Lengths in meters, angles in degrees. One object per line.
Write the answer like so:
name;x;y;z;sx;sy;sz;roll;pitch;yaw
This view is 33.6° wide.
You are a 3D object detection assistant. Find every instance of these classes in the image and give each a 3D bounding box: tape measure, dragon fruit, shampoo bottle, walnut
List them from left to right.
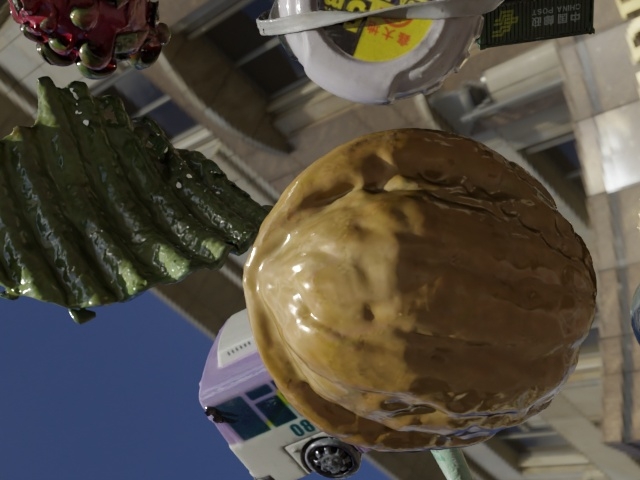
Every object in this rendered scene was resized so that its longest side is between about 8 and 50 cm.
dragon fruit;-0.320;-0.321;1.470;0.198;0.273;0.218;-24;-123;-7
tape measure;0.053;-0.228;1.000;0.120;0.236;0.197;-34;-34;-76
walnut;0.066;0.039;0.780;0.257;0.224;0.257;-4;-75;-15
shampoo bottle;0.207;0.348;1.696;0.041;0.069;0.191;-37;-70;-30

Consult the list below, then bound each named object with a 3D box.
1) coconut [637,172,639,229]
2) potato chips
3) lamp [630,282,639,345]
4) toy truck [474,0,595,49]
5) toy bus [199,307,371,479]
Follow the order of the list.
coconut;0.438;-0.053;1.082;0.224;0.224;0.234;-39;-62;-39
potato chips;-0.250;-0.055;1.277;0.389;0.097;0.373;32;-138;22
lamp;0.595;0.138;1.598;0.181;0.314;0.182;-4;-72;-13
toy truck;0.302;-0.382;1.692;0.088;0.259;0.121;-101;4;-57
toy bus;0.045;0.164;1.494;0.249;0.440;0.209;51;-150;-23
